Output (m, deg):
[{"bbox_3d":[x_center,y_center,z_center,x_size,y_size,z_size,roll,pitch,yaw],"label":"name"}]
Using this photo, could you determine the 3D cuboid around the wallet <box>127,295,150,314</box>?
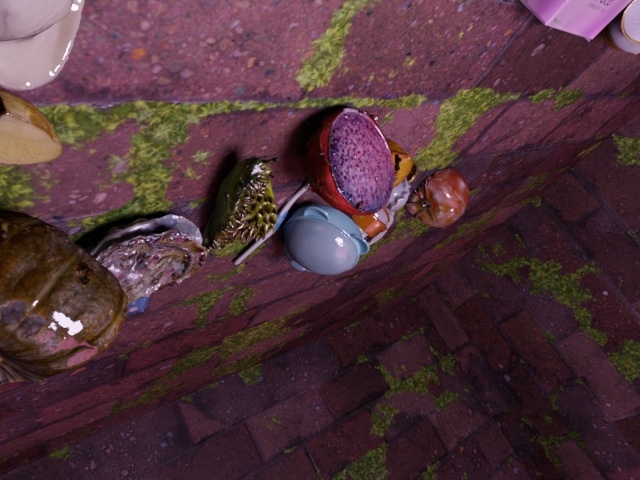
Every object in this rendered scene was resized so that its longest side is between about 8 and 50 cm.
[{"bbox_3d":[-0.486,0.133,0.985,0.202,0.059,0.141,-15,148,-40],"label":"wallet"}]

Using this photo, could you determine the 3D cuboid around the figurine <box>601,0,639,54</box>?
[{"bbox_3d":[0.732,-0.498,1.015,0.142,0.189,0.263,-41,178,34],"label":"figurine"}]

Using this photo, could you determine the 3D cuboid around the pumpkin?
[{"bbox_3d":[-0.470,0.084,0.609,0.325,0.242,0.232,-15,130,11],"label":"pumpkin"}]

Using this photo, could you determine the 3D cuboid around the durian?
[{"bbox_3d":[-0.149,-0.068,0.887,0.107,0.132,0.375,1,150,-34],"label":"durian"}]

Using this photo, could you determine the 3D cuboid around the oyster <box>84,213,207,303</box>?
[{"bbox_3d":[-0.392,0.052,0.839,0.351,0.158,0.162,-18,115,-12],"label":"oyster"}]

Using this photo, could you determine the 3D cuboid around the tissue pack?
[{"bbox_3d":[0.517,-0.490,0.868,0.246,0.092,0.148,-14,155,-39],"label":"tissue pack"}]

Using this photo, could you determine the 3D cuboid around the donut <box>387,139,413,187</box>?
[{"bbox_3d":[0.127,-0.176,1.089,0.190,0.074,0.174,-19,158,-14],"label":"donut"}]

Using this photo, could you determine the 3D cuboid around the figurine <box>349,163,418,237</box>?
[{"bbox_3d":[0.154,-0.109,1.217,0.143,0.143,0.271,-1,131,-54],"label":"figurine"}]

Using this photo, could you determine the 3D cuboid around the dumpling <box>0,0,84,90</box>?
[{"bbox_3d":[-0.250,-0.270,0.293,0.318,0.187,0.242,115,-1,-69],"label":"dumpling"}]

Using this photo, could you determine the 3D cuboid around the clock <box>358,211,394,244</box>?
[{"bbox_3d":[0.162,-0.028,1.514,0.237,0.053,0.236,-27,161,-10],"label":"clock"}]

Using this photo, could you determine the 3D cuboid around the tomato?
[{"bbox_3d":[0.407,-0.125,1.491,0.181,0.155,0.214,-25,158,-27],"label":"tomato"}]

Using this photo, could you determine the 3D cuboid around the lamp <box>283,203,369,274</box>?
[{"bbox_3d":[-0.006,0.009,1.177,0.147,0.209,0.284,-56,-169,-17],"label":"lamp"}]

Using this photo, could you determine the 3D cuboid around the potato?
[{"bbox_3d":[-0.365,-0.134,0.521,0.096,0.066,0.103,-19,166,9],"label":"potato"}]

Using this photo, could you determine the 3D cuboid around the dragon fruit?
[{"bbox_3d":[0.038,-0.150,0.914,0.148,0.218,0.223,-10,-141,42],"label":"dragon fruit"}]

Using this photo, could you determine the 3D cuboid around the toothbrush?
[{"bbox_3d":[-0.113,-0.048,1.124,0.386,0.040,0.040,-39,158,32],"label":"toothbrush"}]
